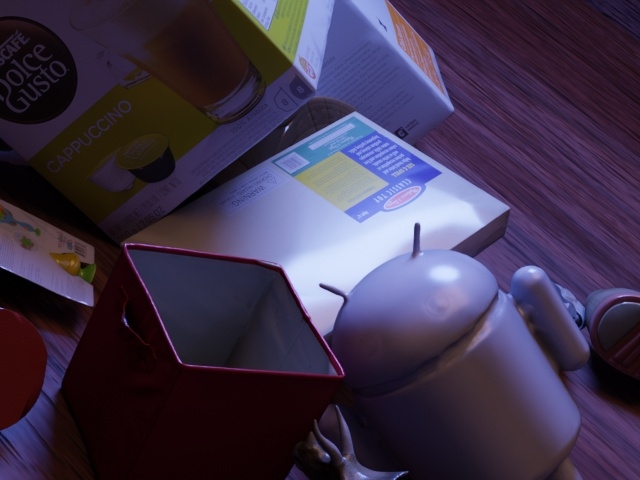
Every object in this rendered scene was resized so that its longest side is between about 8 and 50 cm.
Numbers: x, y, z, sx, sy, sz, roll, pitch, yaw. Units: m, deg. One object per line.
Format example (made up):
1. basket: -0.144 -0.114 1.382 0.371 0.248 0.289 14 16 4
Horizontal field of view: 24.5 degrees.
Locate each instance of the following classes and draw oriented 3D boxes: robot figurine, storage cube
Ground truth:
1. robot figurine: 0.145 0.156 1.597 0.353 0.300 0.200 57 -6 -13
2. storage cube: -0.125 0.140 1.471 0.215 0.193 0.184 7 34 -34

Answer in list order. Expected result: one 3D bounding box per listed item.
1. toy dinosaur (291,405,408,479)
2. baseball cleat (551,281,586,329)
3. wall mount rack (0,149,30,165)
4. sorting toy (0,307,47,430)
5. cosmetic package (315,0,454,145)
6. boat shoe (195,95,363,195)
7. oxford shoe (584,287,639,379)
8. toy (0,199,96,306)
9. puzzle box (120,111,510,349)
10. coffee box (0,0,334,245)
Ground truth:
1. toy dinosaur: 0.107 0.298 1.452 0.313 0.160 0.121 20 29 -15
2. baseball cleat: 0.342 0.115 2.079 0.109 0.072 0.206 25 31 -21
3. wall mount rack: -0.495 -0.205 1.793 0.304 0.130 0.350 43 19 -33
4. sorting toy: -0.447 0.100 1.375 0.365 0.127 0.126 7 5 -30
5. cosmetic package: -0.004 -0.347 2.263 0.453 0.161 0.230 43 19 -28
6. boat shoe: -0.067 -0.128 2.045 0.341 0.110 0.122 -10 89 -46
7. oxford shoe: 0.545 0.181 2.082 0.397 0.140 0.146 36 10 -9
8. toy: -0.364 0.005 1.626 0.237 0.056 0.137 24 24 -20
9. puzzle box: 0.000 0.000 1.779 0.409 0.052 0.272 -31 52 -34
10. coffee box: -0.219 -0.270 1.808 0.334 0.337 0.338 45 25 -19
